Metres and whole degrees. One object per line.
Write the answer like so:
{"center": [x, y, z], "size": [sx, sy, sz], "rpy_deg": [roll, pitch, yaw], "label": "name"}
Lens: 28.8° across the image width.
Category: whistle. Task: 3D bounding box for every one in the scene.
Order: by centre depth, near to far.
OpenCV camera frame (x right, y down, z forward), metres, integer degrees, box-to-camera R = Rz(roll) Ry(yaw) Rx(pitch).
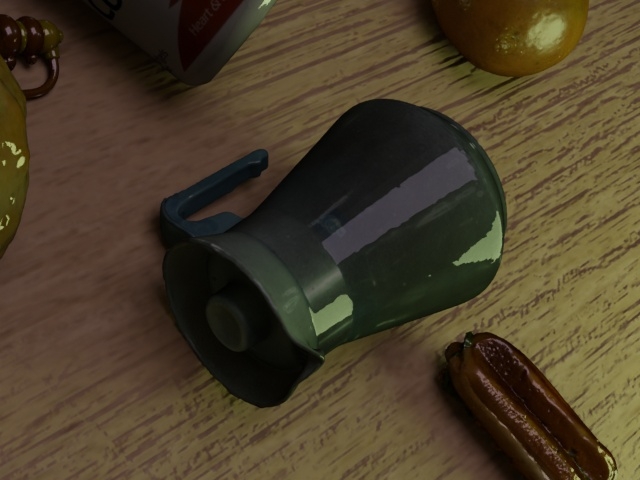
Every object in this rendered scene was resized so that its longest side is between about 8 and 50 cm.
{"center": [-0.228, -0.136, 0.889], "size": [0.109, 0.046, 0.057], "rpy_deg": [-4, 53, -42], "label": "whistle"}

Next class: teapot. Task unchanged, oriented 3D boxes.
{"center": [0.000, 0.000, 0.903], "size": [0.203, 0.171, 0.225], "rpy_deg": [35, 49, 29], "label": "teapot"}

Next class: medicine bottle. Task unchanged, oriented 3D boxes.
{"center": [-0.156, -0.260, 0.930], "size": [0.288, 0.157, 0.157], "rpy_deg": [38, 50, -10], "label": "medicine bottle"}

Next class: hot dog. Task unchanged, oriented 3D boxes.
{"center": [0.167, 0.150, 0.989], "size": [0.188, 0.055, 0.072], "rpy_deg": [50, 52, -1], "label": "hot dog"}

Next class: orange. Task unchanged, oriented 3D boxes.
{"center": [0.180, -0.230, 1.165], "size": [0.156, 0.124, 0.156], "rpy_deg": [13, 61, -25], "label": "orange"}

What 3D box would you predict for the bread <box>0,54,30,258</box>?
{"center": [-0.274, -0.055, 0.719], "size": [0.244, 0.134, 0.244], "rpy_deg": [4, 82, -34], "label": "bread"}
